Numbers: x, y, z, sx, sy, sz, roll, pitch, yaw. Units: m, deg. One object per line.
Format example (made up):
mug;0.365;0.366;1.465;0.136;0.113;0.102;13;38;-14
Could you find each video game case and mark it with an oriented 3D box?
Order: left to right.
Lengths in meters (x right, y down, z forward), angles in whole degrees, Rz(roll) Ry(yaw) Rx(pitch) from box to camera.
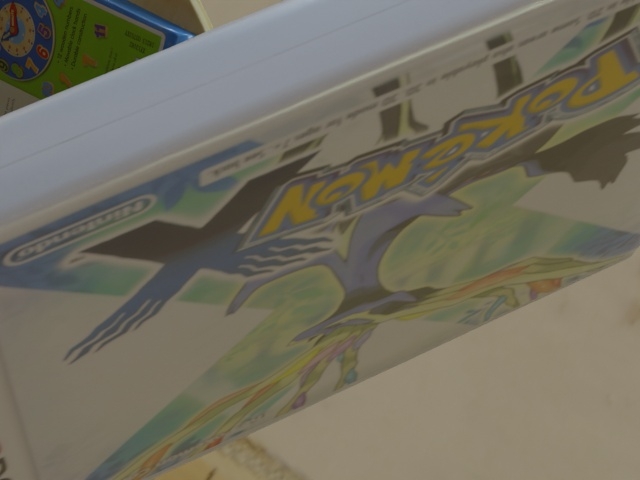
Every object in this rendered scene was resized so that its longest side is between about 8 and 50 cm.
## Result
video game case;0.000;0.000;0.610;0.329;0.300;0.036;-24;-109;-14

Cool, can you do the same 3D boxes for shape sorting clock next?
shape sorting clock;-0.123;-0.055;0.781;0.206;0.040;0.206;8;-72;26
